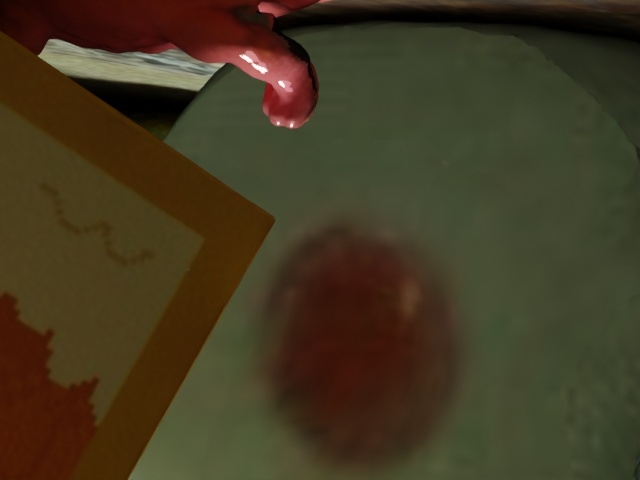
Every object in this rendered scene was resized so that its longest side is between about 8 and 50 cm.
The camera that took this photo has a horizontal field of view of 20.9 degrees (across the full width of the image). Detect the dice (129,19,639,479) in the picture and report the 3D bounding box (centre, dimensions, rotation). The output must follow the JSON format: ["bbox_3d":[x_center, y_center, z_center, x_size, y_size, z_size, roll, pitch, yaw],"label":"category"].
[{"bbox_3d":[0.081,0.055,0.772,0.268,0.265,0.262,4,175,34],"label":"dice"}]

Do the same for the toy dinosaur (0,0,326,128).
[{"bbox_3d":[-0.039,-0.093,0.474,0.286,0.070,0.139,4,153,31],"label":"toy dinosaur"}]

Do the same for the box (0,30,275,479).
[{"bbox_3d":[-0.212,0.011,0.507,0.259,0.214,0.283,37,167,-21],"label":"box"}]

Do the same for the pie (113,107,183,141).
[{"bbox_3d":[-0.127,-0.051,1.144,0.323,0.071,0.323,6,177,0],"label":"pie"}]
